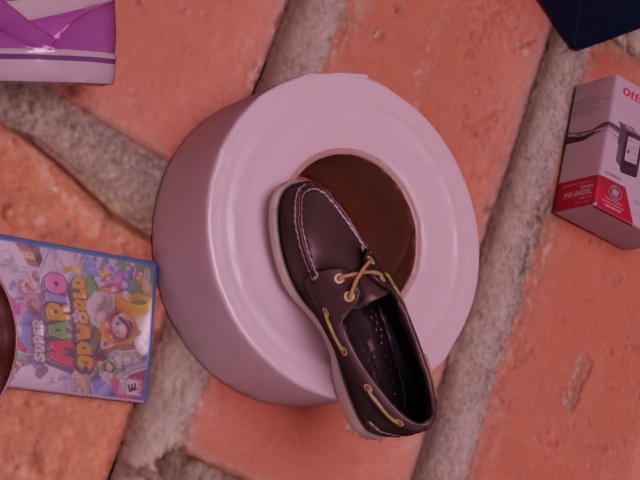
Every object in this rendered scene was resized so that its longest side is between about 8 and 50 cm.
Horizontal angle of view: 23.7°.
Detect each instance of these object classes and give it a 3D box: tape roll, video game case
[{"bbox_3d":[0.000,0.000,1.320,0.286,0.100,0.286,7,78,-33],"label":"tape roll"},{"bbox_3d":[-0.210,0.063,1.216,0.166,0.015,0.119,11,76,-32],"label":"video game case"}]

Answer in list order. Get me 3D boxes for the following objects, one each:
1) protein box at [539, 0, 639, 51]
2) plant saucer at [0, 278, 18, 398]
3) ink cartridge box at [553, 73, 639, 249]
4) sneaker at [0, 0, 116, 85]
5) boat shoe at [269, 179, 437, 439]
[{"bbox_3d":[0.340,-0.324,1.549,0.136,0.200,0.201,52,57,-16],"label":"protein box"},{"bbox_3d":[-0.310,0.073,1.127,0.168,0.029,0.168,5,78,-24],"label":"plant saucer"},{"bbox_3d":[0.310,-0.081,1.568,0.109,0.063,0.150,24,69,-29],"label":"ink cartridge box"},{"bbox_3d":[-0.280,-0.198,1.148,0.282,0.102,0.161,-6,103,-46],"label":"sneaker"},{"bbox_3d":[0.031,0.052,1.228,0.081,0.069,0.227,-28,98,-34],"label":"boat shoe"}]
